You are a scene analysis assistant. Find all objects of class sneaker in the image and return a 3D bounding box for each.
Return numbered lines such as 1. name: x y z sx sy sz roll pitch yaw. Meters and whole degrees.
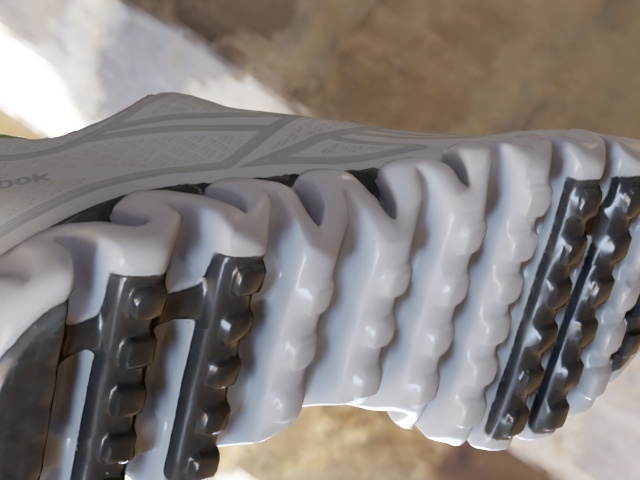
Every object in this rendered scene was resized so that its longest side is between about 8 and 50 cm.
1. sneaker: 0.000 0.000 0.559 0.292 0.118 0.110 -3 121 -42

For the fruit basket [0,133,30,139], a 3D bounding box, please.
1. fruit basket: -0.210 0.077 0.801 0.327 0.165 0.353 -46 175 20
